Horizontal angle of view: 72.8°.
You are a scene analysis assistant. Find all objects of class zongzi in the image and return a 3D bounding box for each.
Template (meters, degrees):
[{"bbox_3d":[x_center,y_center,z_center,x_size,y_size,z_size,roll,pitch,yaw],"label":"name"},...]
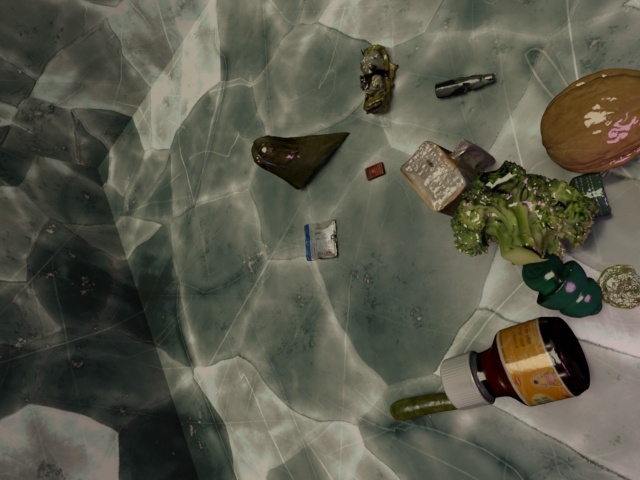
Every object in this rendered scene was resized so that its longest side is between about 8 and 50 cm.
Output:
[{"bbox_3d":[-0.087,-0.408,1.866,0.360,0.323,0.160,-36,57,24],"label":"zongzi"}]

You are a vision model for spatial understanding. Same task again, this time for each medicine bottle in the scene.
[{"bbox_3d":[0.582,0.399,1.340,0.395,0.242,0.242,-33,66,35],"label":"medicine bottle"}]

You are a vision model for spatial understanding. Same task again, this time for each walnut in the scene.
[{"bbox_3d":[0.795,-0.339,1.226,0.313,0.277,0.252,-27,60,33],"label":"walnut"}]

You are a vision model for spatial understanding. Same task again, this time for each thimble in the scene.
[{"bbox_3d":[0.804,-0.133,1.297,0.090,0.118,0.135,-15,77,33],"label":"thimble"}]

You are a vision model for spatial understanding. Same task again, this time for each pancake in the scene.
[{"bbox_3d":[0.879,0.135,1.272,0.116,0.022,0.129,-7,81,38],"label":"pancake"}]

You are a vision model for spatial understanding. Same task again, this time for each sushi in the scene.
[{"bbox_3d":[0.233,-0.666,1.772,0.139,0.131,0.291,-8,72,37],"label":"sushi"}]

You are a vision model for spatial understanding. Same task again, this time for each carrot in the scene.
[{"bbox_3d":[0.410,0.580,1.540,0.358,0.074,0.074,-24,71,31],"label":"carrot"}]

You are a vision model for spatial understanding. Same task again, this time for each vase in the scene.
[{"bbox_3d":[0.527,-0.569,1.584,0.211,0.060,0.060,-2,84,37],"label":"vase"}]

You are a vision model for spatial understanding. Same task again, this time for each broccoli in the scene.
[{"bbox_3d":[0.564,-0.061,1.253,0.338,0.317,0.277,48,143,18],"label":"broccoli"}]

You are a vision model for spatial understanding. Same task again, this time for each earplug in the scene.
[{"bbox_3d":[0.740,0.103,1.326,0.280,0.257,0.164,44,148,15],"label":"earplug"}]

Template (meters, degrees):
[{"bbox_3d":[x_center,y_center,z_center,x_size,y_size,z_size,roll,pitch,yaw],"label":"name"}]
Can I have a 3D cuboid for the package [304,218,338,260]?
[{"bbox_3d":[0.000,0.000,1.931,0.173,0.027,0.171,-9,83,36],"label":"package"}]

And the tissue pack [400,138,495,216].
[{"bbox_3d":[0.459,-0.216,1.442,0.238,0.305,0.238,-4,83,39],"label":"tissue pack"}]

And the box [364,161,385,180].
[{"bbox_3d":[0.226,-0.286,1.798,0.082,0.023,0.051,-19,73,33],"label":"box"}]
